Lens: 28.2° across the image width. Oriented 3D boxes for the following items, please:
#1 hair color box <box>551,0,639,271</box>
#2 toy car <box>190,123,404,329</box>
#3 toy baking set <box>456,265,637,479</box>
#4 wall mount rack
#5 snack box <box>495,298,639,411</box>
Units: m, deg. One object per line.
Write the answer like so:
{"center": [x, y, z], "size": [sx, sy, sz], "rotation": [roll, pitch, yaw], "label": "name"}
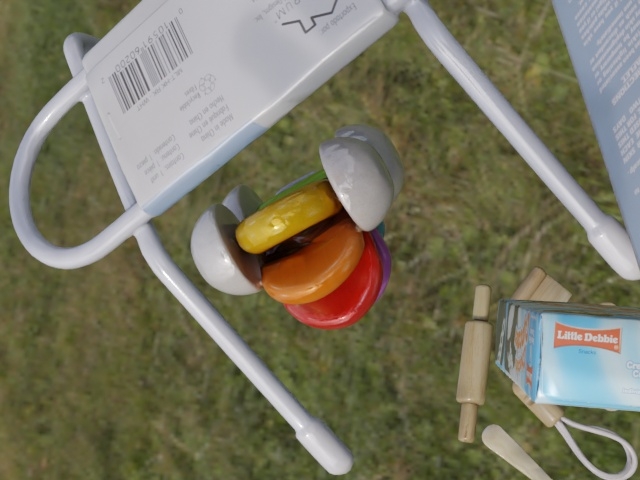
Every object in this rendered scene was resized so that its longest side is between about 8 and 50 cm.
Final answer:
{"center": [0.229, -0.061, 0.587], "size": [0.113, 0.185, 0.374], "rotation": [-54, 32, 43], "label": "hair color box"}
{"center": [0.000, 0.000, 0.996], "size": [0.159, 0.136, 0.182], "rotation": [-29, 6, 14], "label": "toy car"}
{"center": [0.232, 0.155, 1.289], "size": [0.030, 0.197, 0.256], "rotation": [102, -179, -76], "label": "toy baking set"}
{"center": [-0.002, -0.057, 0.706], "size": [0.350, 0.130, 0.304], "rotation": [-38, 61, 22], "label": "wall mount rack"}
{"center": [0.227, 0.078, 0.889], "size": [0.322, 0.187, 0.060], "rotation": [17, -103, -87], "label": "snack box"}
